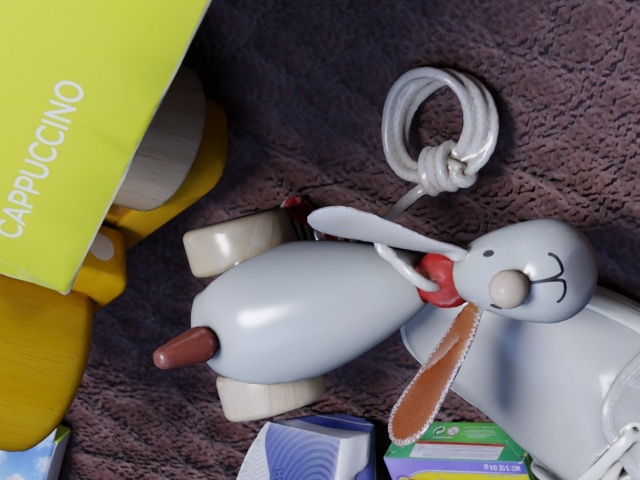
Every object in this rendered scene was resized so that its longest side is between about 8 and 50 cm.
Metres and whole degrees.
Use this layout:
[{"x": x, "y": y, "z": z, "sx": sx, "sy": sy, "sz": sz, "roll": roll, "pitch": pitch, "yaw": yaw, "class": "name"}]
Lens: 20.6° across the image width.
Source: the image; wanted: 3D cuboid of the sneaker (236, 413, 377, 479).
[{"x": 0.024, "y": 0.299, "z": 1.532, "sx": 0.127, "sy": 0.182, "sz": 0.315, "roll": 13, "pitch": 102, "yaw": 45, "class": "sneaker"}]

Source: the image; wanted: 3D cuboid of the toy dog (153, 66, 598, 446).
[{"x": 0.011, "y": 0.044, "z": 1.246, "sx": 0.333, "sy": 0.161, "sz": 0.220, "roll": -36, "pitch": 85, "yaw": 36, "class": "toy dog"}]

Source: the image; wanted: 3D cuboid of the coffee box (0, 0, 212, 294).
[{"x": -0.220, "y": -0.231, "z": 1.022, "sx": 0.338, "sy": 0.334, "sz": 0.337, "roll": 21, "pitch": 136, "yaw": -12, "class": "coffee box"}]

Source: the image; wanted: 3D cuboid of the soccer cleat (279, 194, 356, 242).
[{"x": 0.000, "y": 0.000, "z": 1.366, "sx": 0.083, "sy": 0.029, "sz": 0.035, "roll": 42, "pitch": 142, "yaw": -3, "class": "soccer cleat"}]

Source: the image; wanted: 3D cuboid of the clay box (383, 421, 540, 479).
[{"x": 0.149, "y": 0.250, "z": 1.471, "sx": 0.127, "sy": 0.053, "sz": 0.222, "roll": -3, "pitch": 124, "yaw": 31, "class": "clay box"}]

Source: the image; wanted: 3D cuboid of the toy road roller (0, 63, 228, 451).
[{"x": -0.227, "y": 0.010, "z": 1.310, "sx": 0.202, "sy": 0.241, "sz": 0.329, "roll": 17, "pitch": 143, "yaw": -36, "class": "toy road roller"}]

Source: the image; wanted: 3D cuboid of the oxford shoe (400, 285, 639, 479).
[{"x": 0.249, "y": 0.170, "z": 1.301, "sx": 0.449, "sy": 0.130, "sz": 0.169, "roll": 35, "pitch": 138, "yaw": 2, "class": "oxford shoe"}]

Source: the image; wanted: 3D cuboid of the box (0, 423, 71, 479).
[{"x": -0.306, "y": 0.223, "z": 1.669, "sx": 0.109, "sy": 0.042, "sz": 0.178, "roll": 22, "pitch": 111, "yaw": 10, "class": "box"}]
